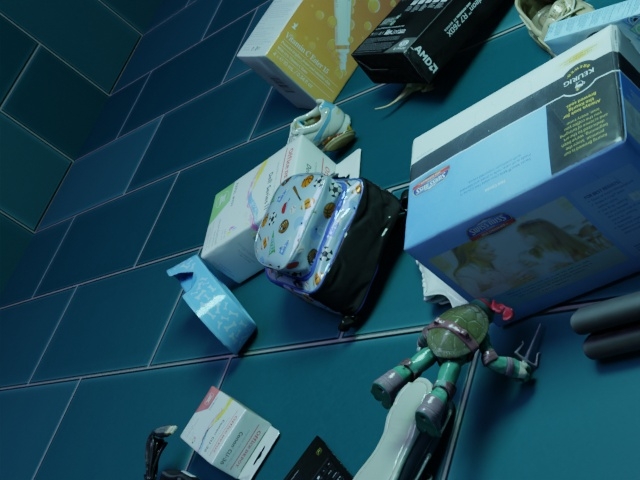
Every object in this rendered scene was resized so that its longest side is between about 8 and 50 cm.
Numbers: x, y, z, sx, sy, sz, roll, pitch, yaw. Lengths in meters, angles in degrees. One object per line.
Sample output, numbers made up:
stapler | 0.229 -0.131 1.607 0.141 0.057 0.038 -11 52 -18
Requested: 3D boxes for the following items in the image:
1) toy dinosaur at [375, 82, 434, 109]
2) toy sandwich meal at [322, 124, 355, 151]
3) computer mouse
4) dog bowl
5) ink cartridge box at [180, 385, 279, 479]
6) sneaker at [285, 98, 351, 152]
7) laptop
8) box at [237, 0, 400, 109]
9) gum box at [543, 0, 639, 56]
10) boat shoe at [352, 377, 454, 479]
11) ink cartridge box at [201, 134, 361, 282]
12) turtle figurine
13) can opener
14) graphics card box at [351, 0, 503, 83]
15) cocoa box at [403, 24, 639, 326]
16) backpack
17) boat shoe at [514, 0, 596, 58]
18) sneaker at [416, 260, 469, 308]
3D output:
toy dinosaur | 0.198 -0.327 1.951 0.183 0.053 0.092 -50 15 0
toy sandwich meal | 0.038 -0.221 2.030 0.085 0.029 0.085 -28 -11 -6
computer mouse | -0.258 0.432 1.720 0.262 0.060 0.184 -19 64 57
dog bowl | -0.221 0.124 1.939 0.074 0.166 0.297 -41 28 -4
ink cartridge box | -0.165 0.350 1.694 0.115 0.067 0.198 -58 29 -10
sneaker | -0.040 -0.222 2.118 0.229 0.092 0.087 -45 31 15
laptop | -0.064 0.419 1.401 0.234 0.136 0.264 -52 29 0
box | -0.001 -0.516 2.259 0.345 0.215 0.168 -57 30 -8
gum box | 0.456 -0.284 1.403 0.184 0.157 0.041 -6 53 54
boat shoe | 0.110 0.319 1.320 0.095 0.079 0.255 -8 49 55
ink cartridge box | -0.083 -0.081 1.995 0.353 0.119 0.207 -31 35 32
turtle figurine | 0.186 0.153 1.289 0.234 0.118 0.175 -41 34 -26
can opener | 0.447 0.073 1.138 0.283 0.076 0.095 -23 8 43
graphics card box | 0.253 -0.477 1.914 0.371 0.094 0.232 -48 25 -12
cocoa box | 0.319 -0.075 1.292 0.347 0.231 0.228 -29 37 36
backpack | 0.000 0.000 1.717 0.277 0.213 0.263 -62 20 -11
boat shoe | 0.422 -0.361 1.596 0.109 0.098 0.302 -47 29 11
sneaker | 0.187 0.055 1.512 0.094 0.080 0.212 -62 29 8
